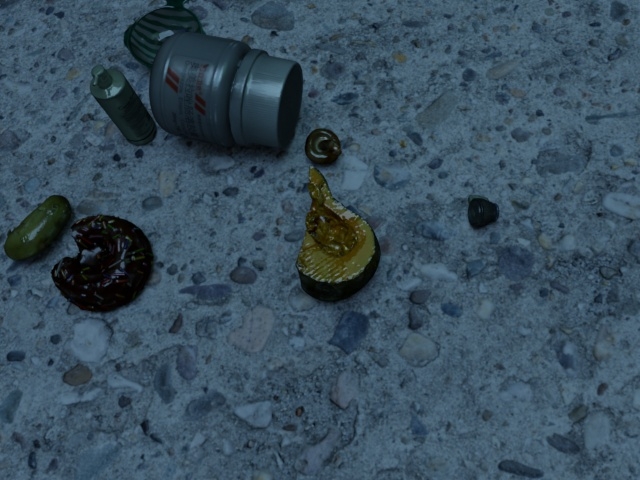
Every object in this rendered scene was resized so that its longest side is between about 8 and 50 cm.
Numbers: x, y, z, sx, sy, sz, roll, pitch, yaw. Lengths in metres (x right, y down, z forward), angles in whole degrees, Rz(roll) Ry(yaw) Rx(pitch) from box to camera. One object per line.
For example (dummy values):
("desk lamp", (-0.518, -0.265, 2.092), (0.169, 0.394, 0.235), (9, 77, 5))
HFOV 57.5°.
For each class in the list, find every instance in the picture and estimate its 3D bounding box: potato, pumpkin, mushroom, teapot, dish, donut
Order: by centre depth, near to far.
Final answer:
("pumpkin", (0.000, 0.001, 1.277), (0.190, 0.139, 0.280), (-37, 69, -9))
("teapot", (0.366, -0.070, 1.316), (0.057, 0.066, 0.088), (1, 45, -15))
("donut", (-0.499, 0.049, 1.325), (0.216, 0.096, 0.230), (32, 75, 16))
("potato", (-0.661, -0.028, 1.378), (0.105, 0.085, 0.188), (20, 67, 35))
("mushroom", (0.013, -0.215, 1.385), (0.088, 0.072, 0.129), (-19, 34, -17))
("dish", (-0.397, -0.531, 1.544), (0.224, 0.078, 0.245), (8, 71, 8))

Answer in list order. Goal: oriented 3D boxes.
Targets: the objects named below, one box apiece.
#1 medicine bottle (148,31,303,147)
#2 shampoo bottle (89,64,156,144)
("medicine bottle", (-0.213, -0.344, 1.368), (0.307, 0.245, 0.244), (12, 71, 9))
("shampoo bottle", (-0.469, -0.323, 1.373), (0.085, 0.262, 0.085), (-2, 70, 4))
